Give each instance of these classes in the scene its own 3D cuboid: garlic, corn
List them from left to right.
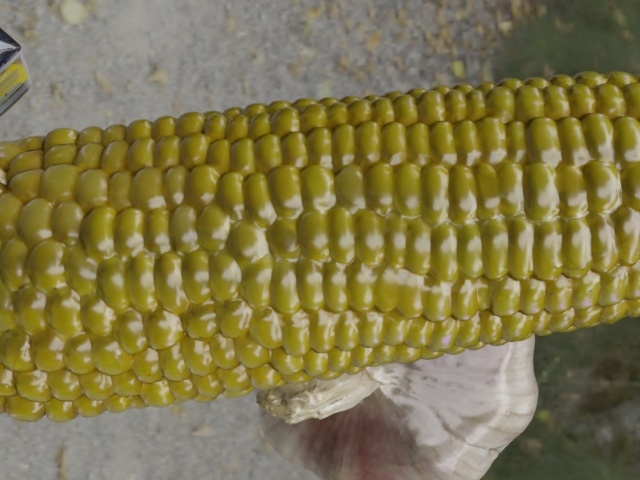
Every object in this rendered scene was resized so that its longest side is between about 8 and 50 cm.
[{"bbox_3d":[0.000,0.000,0.458,0.106,0.305,0.106,-8,90,-86],"label":"corn"},{"bbox_3d":[0.030,0.093,0.979,0.253,0.245,0.245,-4,92,-64],"label":"garlic"}]

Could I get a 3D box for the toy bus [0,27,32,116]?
[{"bbox_3d":[-0.261,-0.144,0.821,0.057,0.172,0.072,-46,159,-18],"label":"toy bus"}]
